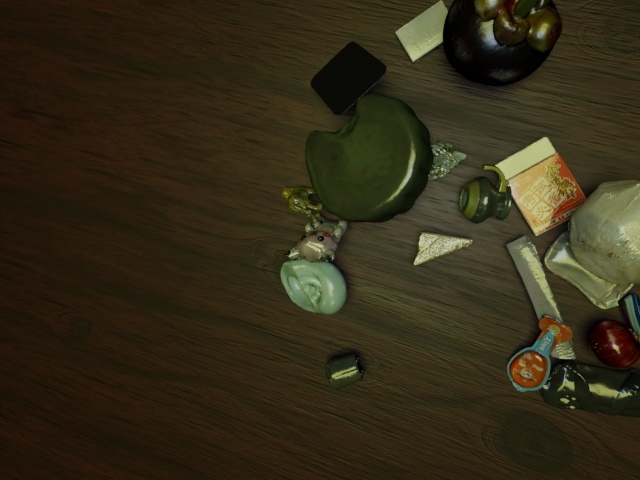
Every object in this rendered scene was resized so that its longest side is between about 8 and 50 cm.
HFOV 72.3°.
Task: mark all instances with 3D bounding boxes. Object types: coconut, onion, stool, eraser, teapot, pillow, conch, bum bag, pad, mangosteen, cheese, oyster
[{"bbox_3d":[0.762,-0.032,1.076,0.245,0.245,0.247,44,85,5],"label":"coconut"},{"bbox_3d":[0.782,0.275,1.167,0.131,0.131,0.131,1,96,13],"label":"onion"},{"bbox_3d":[0.076,0.404,1.358,0.110,0.096,0.096,-21,91,9],"label":"stool"},{"bbox_3d":[0.302,-0.587,1.238,0.150,0.023,0.103,-30,88,14],"label":"eraser"},{"bbox_3d":[0.455,-0.125,1.195,0.120,0.130,0.165,6,118,-2],"label":"teapot"},{"bbox_3d":[0.734,0.081,1.200,0.233,0.038,0.130,38,102,8],"label":"pillow"},{"bbox_3d":[-0.019,0.136,1.337,0.221,0.121,0.184,38,109,15],"label":"conch"},{"bbox_3d":[0.782,0.409,1.204,0.327,0.080,0.142,3,100,12],"label":"bum bag"},{"bbox_3d":[0.605,-0.150,1.207,0.157,0.038,0.230,-31,89,14],"label":"eraser"},{"bbox_3d":[0.069,-0.457,1.221,0.181,0.004,0.267,-41,42,14],"label":"pad"},{"bbox_3d":[0.450,-0.525,1.067,0.275,0.302,0.274,0,90,-1],"label":"mangosteen"},{"bbox_3d":[0.607,0.325,1.227,0.106,0.037,0.256,30,118,25],"label":"cheese"},{"bbox_3d":[0.314,-0.231,1.254,0.177,0.064,0.124,-33,92,16],"label":"oyster"}]

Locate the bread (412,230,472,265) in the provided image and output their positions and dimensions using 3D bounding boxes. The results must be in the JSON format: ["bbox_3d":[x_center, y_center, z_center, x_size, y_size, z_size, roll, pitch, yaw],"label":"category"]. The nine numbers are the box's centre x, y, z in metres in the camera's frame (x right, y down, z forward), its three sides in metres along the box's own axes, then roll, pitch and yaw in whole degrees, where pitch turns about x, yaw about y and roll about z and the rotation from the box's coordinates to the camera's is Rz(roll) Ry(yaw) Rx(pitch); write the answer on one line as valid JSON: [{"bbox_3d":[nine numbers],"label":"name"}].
[{"bbox_3d":[0.350,0.034,1.263,0.152,0.077,0.105,10,94,15],"label":"bread"}]

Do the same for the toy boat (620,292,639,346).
[{"bbox_3d":[0.872,0.247,1.176,0.046,0.080,0.228,-27,90,49],"label":"toy boat"}]

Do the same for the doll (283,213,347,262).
[{"bbox_3d":[0.000,0.000,1.293,0.149,0.192,0.095,11,130,28],"label":"doll"}]

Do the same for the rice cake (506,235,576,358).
[{"bbox_3d":[0.620,0.159,1.224,0.073,0.056,0.364,-23,91,27],"label":"rice cake"}]

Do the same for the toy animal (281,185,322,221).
[{"bbox_3d":[-0.060,-0.114,1.300,0.136,0.181,0.073,15,118,-1],"label":"toy animal"}]

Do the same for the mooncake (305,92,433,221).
[{"bbox_3d":[0.139,-0.215,1.205,0.352,0.187,0.350,-1,88,26],"label":"mooncake"}]
